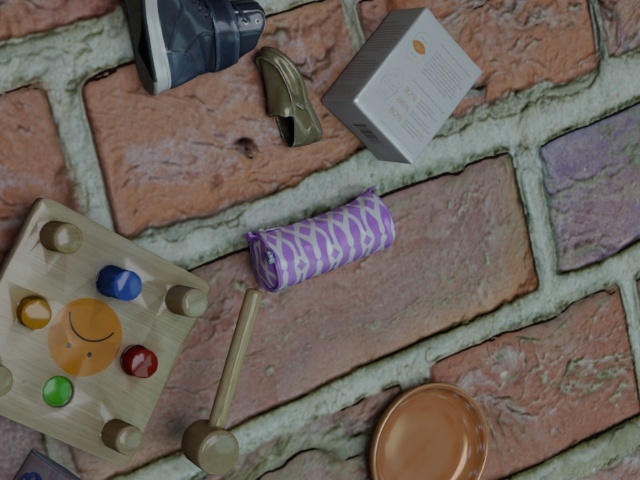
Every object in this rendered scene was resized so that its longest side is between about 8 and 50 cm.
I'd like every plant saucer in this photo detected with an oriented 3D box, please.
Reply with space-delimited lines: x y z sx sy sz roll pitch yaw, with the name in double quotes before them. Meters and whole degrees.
"plant saucer" 0.151 0.300 2.009 0.200 0.037 0.200 -4 98 -29

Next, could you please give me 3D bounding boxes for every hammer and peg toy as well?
"hammer and peg toy" -0.243 0.130 1.714 0.361 0.127 0.266 29 79 -29

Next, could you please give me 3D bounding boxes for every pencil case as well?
"pencil case" 0.000 0.000 1.866 0.206 0.086 0.088 -19 77 -28

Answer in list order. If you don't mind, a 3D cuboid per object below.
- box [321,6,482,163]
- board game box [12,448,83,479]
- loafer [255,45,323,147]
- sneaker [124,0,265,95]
"box" 0.111 -0.209 1.897 0.130 0.091 0.170 45 74 -25
"board game box" -0.335 0.422 1.584 0.066 0.318 0.318 37 78 -29
"loafer" -0.046 -0.184 1.831 0.050 0.056 0.148 -40 113 -27
"sneaker" -0.155 -0.303 1.715 0.163 0.086 0.226 -19 127 -19
